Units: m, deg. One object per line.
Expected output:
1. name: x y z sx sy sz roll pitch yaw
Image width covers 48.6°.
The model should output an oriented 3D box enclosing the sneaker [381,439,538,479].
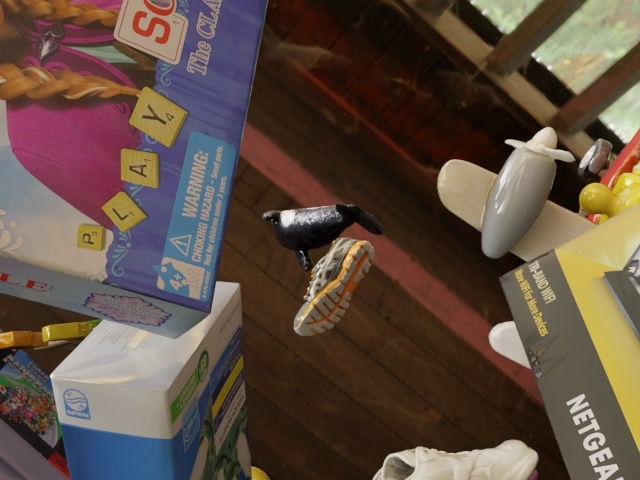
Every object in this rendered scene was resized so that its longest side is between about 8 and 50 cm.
1. sneaker: 0.172 0.297 0.888 0.152 0.114 0.305 38 -155 26

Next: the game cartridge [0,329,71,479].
1. game cartridge: -0.405 0.268 0.905 0.355 0.068 0.230 50 -145 -18

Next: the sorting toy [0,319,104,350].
1. sorting toy: -0.293 0.125 1.018 0.307 0.229 0.041 25 -124 -70

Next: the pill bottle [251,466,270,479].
1. pill bottle: -0.142 0.503 1.385 0.103 0.184 0.103 0 -93 -7

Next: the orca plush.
1. orca plush: 0.000 0.000 1.161 0.151 0.287 0.102 0 -91 -38

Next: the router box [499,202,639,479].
1. router box: 0.262 0.059 0.454 0.081 0.243 0.309 55 -165 -16

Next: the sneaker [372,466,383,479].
1. sneaker: 0.122 0.478 1.170 0.094 0.151 0.256 15 -133 34

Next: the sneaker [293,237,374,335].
1. sneaker: 0.014 0.084 1.328 0.215 0.083 0.084 -53 -41 -15

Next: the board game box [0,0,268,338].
1. board game box: -0.190 -0.138 0.396 0.318 0.066 0.318 18 -118 -24

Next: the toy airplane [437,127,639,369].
1. toy airplane: 0.374 0.023 0.857 0.386 0.272 0.384 -16 -100 -7

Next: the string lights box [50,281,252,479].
1. string lights box: -0.104 0.170 0.501 0.077 0.259 0.133 4 -155 11
